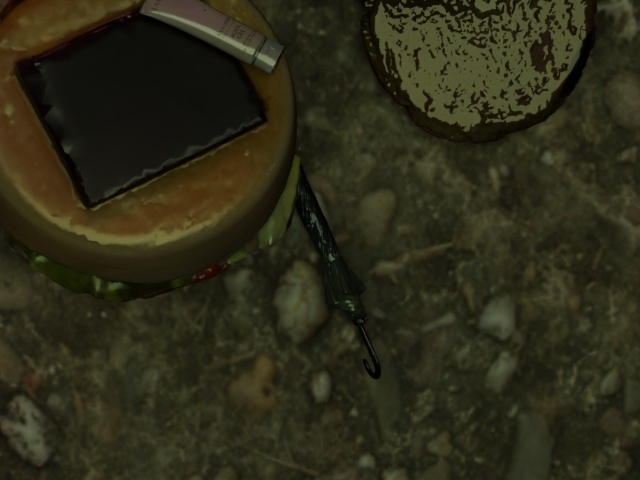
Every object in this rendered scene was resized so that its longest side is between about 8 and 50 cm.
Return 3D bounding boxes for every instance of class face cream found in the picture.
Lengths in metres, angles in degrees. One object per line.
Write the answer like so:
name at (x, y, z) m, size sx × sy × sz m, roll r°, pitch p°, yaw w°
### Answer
face cream at (-0.083, -0.164, 0.948) m, size 0.115 × 0.020 × 0.038 m, roll 27°, pitch 67°, yaw -2°

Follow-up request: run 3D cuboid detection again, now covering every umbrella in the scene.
umbrella at (0.002, 0.000, 1.116) m, size 0.044 × 0.044 × 0.269 m, roll -23°, pitch 86°, yaw 24°

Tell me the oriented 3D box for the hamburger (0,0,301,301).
hamburger at (-0.157, -0.098, 1.025) m, size 0.302 × 0.170 × 0.302 m, roll 1°, pitch 82°, yaw -9°

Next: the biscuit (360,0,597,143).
biscuit at (0.142, -0.199, 1.102) m, size 0.226 × 0.042 × 0.226 m, roll 0°, pitch 95°, yaw -2°
